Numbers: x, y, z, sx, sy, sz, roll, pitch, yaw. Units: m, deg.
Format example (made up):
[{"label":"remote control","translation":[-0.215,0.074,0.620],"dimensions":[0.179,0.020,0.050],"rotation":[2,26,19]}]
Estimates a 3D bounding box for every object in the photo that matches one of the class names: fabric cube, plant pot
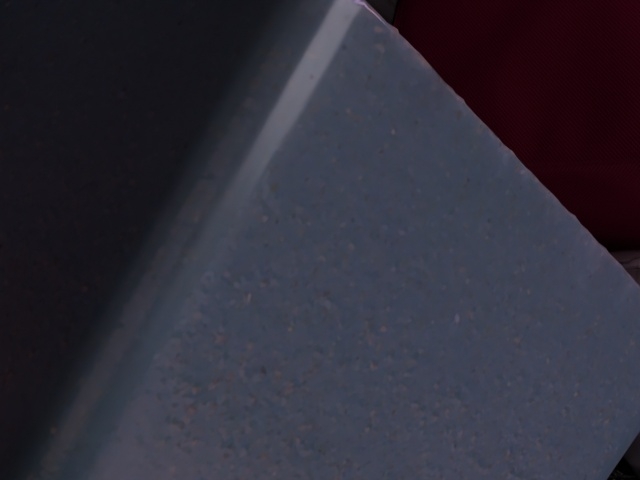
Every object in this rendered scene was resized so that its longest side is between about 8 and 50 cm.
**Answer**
[{"label":"fabric cube","translation":[0.218,-0.114,0.820],"dimensions":[0.254,0.258,0.259],"rotation":[27,69,-46]},{"label":"plant pot","translation":[-0.069,0.063,0.490],"dimensions":[0.247,0.248,0.252],"rotation":[39,76,-44]}]

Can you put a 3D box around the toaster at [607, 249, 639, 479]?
[{"label":"toaster","translation":[0.167,0.107,0.797],"dimensions":[0.227,0.129,0.146],"rotation":[55,35,-43]}]
